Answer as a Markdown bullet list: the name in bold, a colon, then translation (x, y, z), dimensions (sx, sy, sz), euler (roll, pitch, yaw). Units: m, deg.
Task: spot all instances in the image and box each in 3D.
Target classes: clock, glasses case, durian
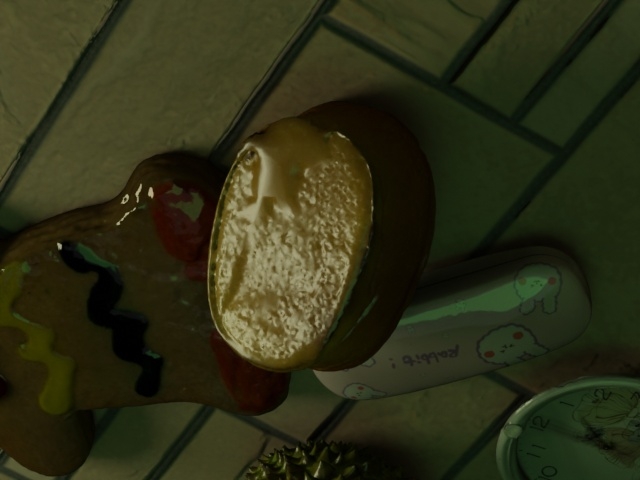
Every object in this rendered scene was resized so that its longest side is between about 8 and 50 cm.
- **clock**: translation (0.305, 0.217, 1.948), dimensions (0.236, 0.053, 0.236), euler (3, 130, 4)
- **glasses case**: translation (0.128, 0.086, 1.852), dimensions (0.296, 0.075, 0.113), euler (-17, 125, 19)
- **durian**: translation (0.014, 0.312, 1.974), dimensions (0.237, 0.176, 0.200), euler (36, 113, -26)

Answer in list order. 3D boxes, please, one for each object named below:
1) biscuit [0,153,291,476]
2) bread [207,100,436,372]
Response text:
- **biscuit**: translation (-0.238, 0.098, 1.900), dimensions (0.394, 0.076, 0.368), euler (-10, 124, 13)
- **bread**: translation (0.000, 0.000, 1.724), dimensions (0.195, 0.142, 0.270), euler (26, 108, 27)
